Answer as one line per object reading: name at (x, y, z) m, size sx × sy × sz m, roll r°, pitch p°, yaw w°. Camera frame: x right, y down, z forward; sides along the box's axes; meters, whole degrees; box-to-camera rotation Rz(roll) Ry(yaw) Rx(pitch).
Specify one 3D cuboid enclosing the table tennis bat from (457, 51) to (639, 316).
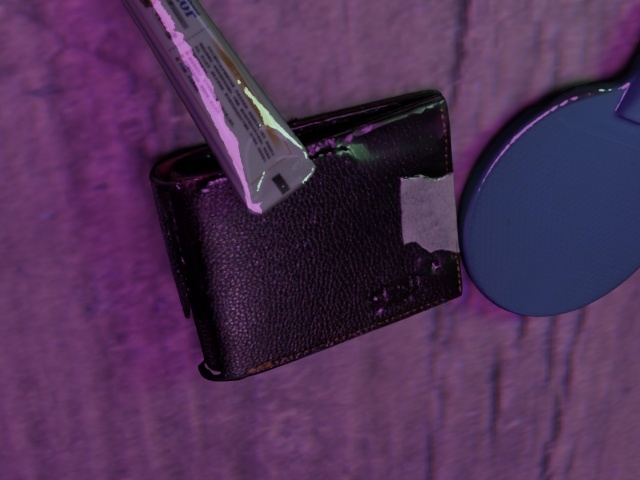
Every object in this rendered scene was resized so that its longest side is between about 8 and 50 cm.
table tennis bat at (0.253, -0.067, 0.927) m, size 0.215 × 0.044 × 0.329 m, roll 16°, pitch 116°, yaw -22°

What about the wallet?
wallet at (0.000, 0.000, 0.884) m, size 0.262 × 0.071 × 0.221 m, roll -17°, pitch 122°, yaw -12°

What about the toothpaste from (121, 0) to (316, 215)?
toothpaste at (-0.094, -0.137, 0.760) m, size 0.067 × 0.037 × 0.255 m, roll -38°, pitch 105°, yaw -15°
